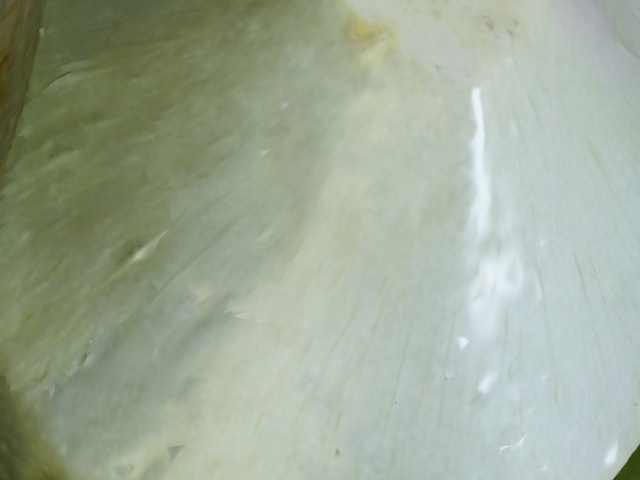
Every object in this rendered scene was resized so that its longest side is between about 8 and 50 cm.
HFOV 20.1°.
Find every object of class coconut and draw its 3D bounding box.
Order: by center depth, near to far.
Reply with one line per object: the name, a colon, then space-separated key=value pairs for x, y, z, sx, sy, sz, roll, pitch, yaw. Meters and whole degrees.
coconut: x=0.000 y=0.000 z=0.474 sx=0.197 sy=0.237 sz=0.237 roll=22 pitch=114 yaw=-6

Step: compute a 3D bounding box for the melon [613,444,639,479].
melon: x=0.197 y=0.009 z=0.548 sx=0.196 sy=0.124 sz=0.323 roll=1 pitch=124 yaw=-49
